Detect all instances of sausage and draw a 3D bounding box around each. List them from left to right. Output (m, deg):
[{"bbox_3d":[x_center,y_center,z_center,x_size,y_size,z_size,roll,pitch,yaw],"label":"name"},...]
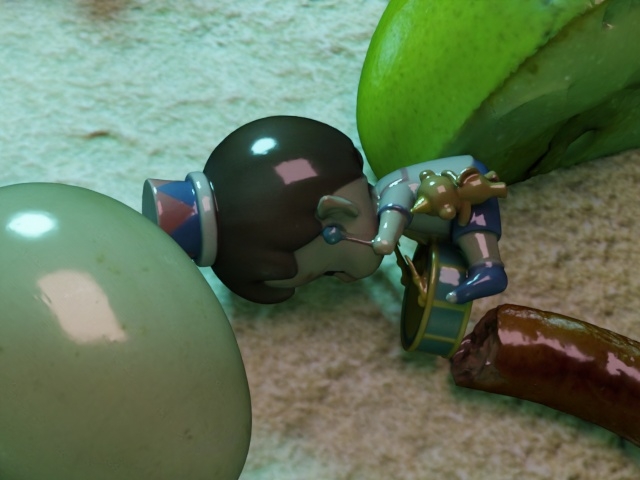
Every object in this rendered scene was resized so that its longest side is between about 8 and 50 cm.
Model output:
[{"bbox_3d":[0.245,0.131,0.870,0.302,0.076,0.103,27,59,6],"label":"sausage"}]

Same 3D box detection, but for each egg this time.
[{"bbox_3d":[-0.152,0.075,0.720,0.254,0.188,0.188,45,55,12],"label":"egg"}]

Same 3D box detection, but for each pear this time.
[{"bbox_3d":[0.204,-0.205,0.965,0.342,0.318,0.239,-17,65,-29],"label":"pear"}]

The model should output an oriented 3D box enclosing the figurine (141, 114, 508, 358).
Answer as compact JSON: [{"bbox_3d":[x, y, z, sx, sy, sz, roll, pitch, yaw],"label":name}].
[{"bbox_3d":[0.002,-0.009,0.860,0.275,0.161,0.158,13,94,-2],"label":"figurine"}]
